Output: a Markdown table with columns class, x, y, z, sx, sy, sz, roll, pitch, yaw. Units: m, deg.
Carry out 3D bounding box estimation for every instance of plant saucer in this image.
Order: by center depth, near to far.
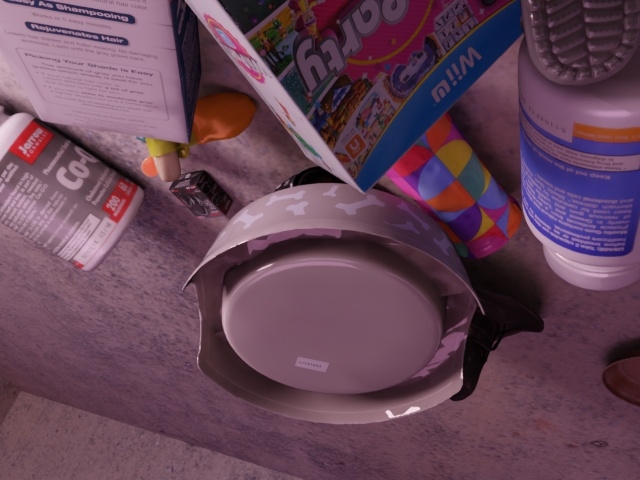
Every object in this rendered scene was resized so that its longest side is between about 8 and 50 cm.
| class | x | y | z | sx | sy | sz | roll | pitch | yaw |
| --- | --- | --- | --- | --- | --- | --- | --- | --- | --- |
| plant saucer | 0.536 | 0.210 | 0.964 | 0.198 | 0.036 | 0.199 | 16 | 150 | 10 |

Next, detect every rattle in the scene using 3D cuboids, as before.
| class | x | y | z | sx | sy | sz | roll | pitch | yaw |
| --- | --- | --- | --- | --- | --- | --- | --- | --- | --- |
| rattle | -0.178 | -0.145 | 0.848 | 0.130 | 0.142 | 0.200 | 54 | 165 | 6 |

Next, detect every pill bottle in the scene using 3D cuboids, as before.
| class | x | y | z | sx | sy | sz | roll | pitch | yaw |
| --- | --- | --- | --- | --- | --- | --- | --- | --- | --- |
| pill bottle | 0.260 | -0.072 | 0.574 | 0.152 | 0.152 | 0.272 | 7 | 147 | 23 |
| pill bottle | -0.431 | -0.090 | 0.963 | 0.283 | 0.161 | 0.161 | 36 | 147 | -23 |

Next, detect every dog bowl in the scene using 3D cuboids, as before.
| class | x | y | z | sx | sy | sz | roll | pitch | yaw |
| --- | --- | --- | --- | --- | --- | --- | --- | --- | --- |
| dog bowl | 0.015 | 0.081 | 0.739 | 0.348 | 0.102 | 0.349 | 4 | 134 | 4 |

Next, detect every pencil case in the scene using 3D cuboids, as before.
| class | x | y | z | sx | sy | sz | roll | pitch | yaw |
| --- | --- | --- | --- | --- | --- | --- | --- | --- | --- |
| pencil case | 0.129 | -0.080 | 0.701 | 0.104 | 0.104 | 0.236 | -13 | 134 | 43 |

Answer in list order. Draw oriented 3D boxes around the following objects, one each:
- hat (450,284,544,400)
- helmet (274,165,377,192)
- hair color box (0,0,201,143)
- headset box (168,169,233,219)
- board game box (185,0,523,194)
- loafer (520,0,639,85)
| class | x | y | z | sx | sy | sz | roll | pitch | yaw |
| --- | --- | --- | --- | --- | --- | --- | --- | --- | --- |
| hat | 0.177 | 0.166 | 0.943 | 0.331 | 0.134 | 0.331 | 6 | 160 | 2 |
| helmet | 0.000 | 0.000 | 0.842 | 0.169 | 0.169 | 0.162 | 23 | 136 | -3 |
| hair color box | -0.205 | -0.218 | 0.577 | 0.173 | 0.105 | 0.347 | 8 | 163 | -6 |
| headset box | -0.181 | -0.067 | 0.971 | 0.062 | 0.032 | 0.083 | -4 | 140 | 36 |
| board game box | 0.010 | -0.216 | 0.418 | 0.303 | 0.224 | 0.097 | 48 | 174 | -39 |
| loafer | 0.150 | -0.228 | 0.399 | 0.094 | 0.087 | 0.251 | -3 | 108 | 11 |
